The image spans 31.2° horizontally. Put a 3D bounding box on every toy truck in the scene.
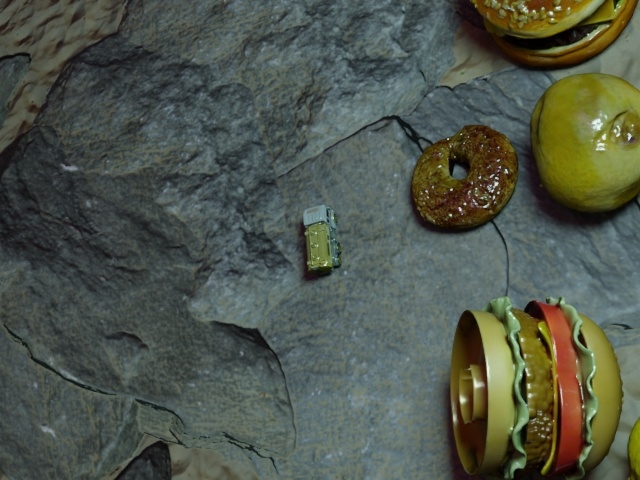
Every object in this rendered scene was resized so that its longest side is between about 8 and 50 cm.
[{"bbox_3d":[0.000,0.000,1.949,0.052,0.063,0.123,-15,64,21],"label":"toy truck"}]

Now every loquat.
[{"bbox_3d":[0.418,-0.147,1.739,0.213,0.213,0.213,-10,66,22],"label":"loquat"}]

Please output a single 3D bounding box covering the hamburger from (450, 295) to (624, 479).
[{"bbox_3d":[0.306,0.211,1.601,0.212,0.274,0.275,0,67,-6],"label":"hamburger"}]

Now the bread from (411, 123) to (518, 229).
[{"bbox_3d":[0.235,-0.104,1.880,0.193,0.064,0.193,-12,62,23],"label":"bread"}]

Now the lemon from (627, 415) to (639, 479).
[{"bbox_3d":[0.506,0.286,1.525,0.203,0.178,0.178,-26,61,13],"label":"lemon"}]

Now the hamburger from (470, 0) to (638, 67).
[{"bbox_3d":[0.372,-0.435,1.853,0.290,0.225,0.291,-11,65,25],"label":"hamburger"}]
